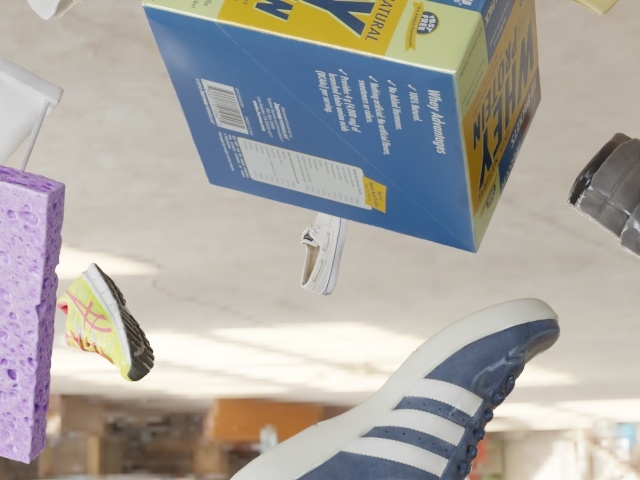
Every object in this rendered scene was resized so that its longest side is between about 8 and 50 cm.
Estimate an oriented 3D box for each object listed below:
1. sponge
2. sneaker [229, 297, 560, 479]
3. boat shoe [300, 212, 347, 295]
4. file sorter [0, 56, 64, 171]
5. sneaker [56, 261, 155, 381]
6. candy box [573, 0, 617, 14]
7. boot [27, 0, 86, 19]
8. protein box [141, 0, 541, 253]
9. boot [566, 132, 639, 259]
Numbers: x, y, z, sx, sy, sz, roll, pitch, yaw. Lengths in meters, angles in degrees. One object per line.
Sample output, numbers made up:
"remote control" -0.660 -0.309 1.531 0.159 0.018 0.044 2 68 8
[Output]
"sponge" -0.237 0.046 1.042 0.117 0.210 0.031 14 -155 11
"sneaker" 0.085 0.183 1.247 0.350 0.148 0.131 -33 161 -21
"boat shoe" 0.000 0.000 1.441 0.035 0.100 0.035 14 170 -26
"file sorter" -0.446 -0.111 1.586 0.278 0.173 0.193 27 147 -22
"sneaker" -0.290 0.125 2.045 0.094 0.208 0.081 -35 135 0
"candy box" 0.161 -0.276 0.654 0.087 0.183 0.316 15 125 -48
"boot" -0.305 -0.389 2.051 0.123 0.095 0.258 -36 -178 -31
"protein box" 0.023 -0.119 0.994 0.201 0.136 0.200 15 152 19
"boot" 0.271 0.019 1.152 0.223 0.118 0.338 39 -160 15
